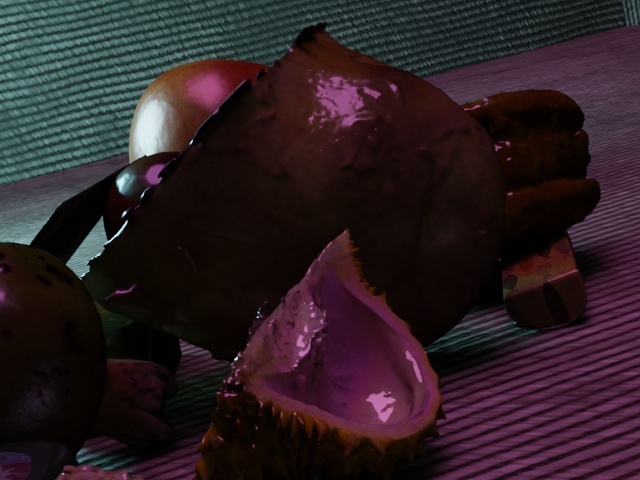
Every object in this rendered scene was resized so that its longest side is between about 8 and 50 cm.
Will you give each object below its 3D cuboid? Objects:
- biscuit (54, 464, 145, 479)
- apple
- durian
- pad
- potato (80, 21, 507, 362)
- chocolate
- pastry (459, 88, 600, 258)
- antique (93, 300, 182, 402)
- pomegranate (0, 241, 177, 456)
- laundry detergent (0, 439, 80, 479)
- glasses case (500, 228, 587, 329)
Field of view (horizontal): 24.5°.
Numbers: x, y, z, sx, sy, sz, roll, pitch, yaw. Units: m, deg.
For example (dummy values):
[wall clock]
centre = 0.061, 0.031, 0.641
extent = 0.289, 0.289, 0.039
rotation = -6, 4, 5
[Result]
[biscuit]
centre = -0.114, 0.171, 0.743
extent = 0.070, 0.082, 0.168
rotation = 12, 6, -11
[apple]
centre = -0.123, -0.121, 1.875
extent = 0.251, 0.206, 0.272
rotation = -22, -11, 18
[durian]
centre = -0.011, 0.091, 0.911
extent = 0.165, 0.132, 0.182
rotation = -24, 22, -2
[pad]
centre = -0.298, 0.011, 1.649
extent = 0.220, 0.004, 0.330
rotation = -51, 1, 16
[potato]
centre = 0.000, 0.000, 1.139
extent = 0.289, 0.237, 0.301
rotation = -46, 2, 36
[chocolate]
centre = -0.171, -0.020, 1.658
extent = 0.176, 0.177, 0.177
rotation = -12, 10, 2
[pastry]
centre = 0.139, -0.033, 1.353
extent = 0.240, 0.132, 0.235
rotation = -12, -17, -15
[antique]
centre = -0.167, 0.091, 1.225
extent = 0.081, 0.080, 0.221
rotation = -11, 10, 0
[pomegranate]
centre = -0.215, 0.107, 1.030
extent = 0.179, 0.210, 0.179
rotation = -29, 32, 20
[laundry detergent]
centre = -0.220, 0.185, 0.842
extent = 0.137, 0.063, 0.211
rotation = -14, 12, 13
[glasses case]
centre = 0.187, 0.034, 1.230
extent = 0.064, 0.041, 0.170
rotation = -22, 9, 10
